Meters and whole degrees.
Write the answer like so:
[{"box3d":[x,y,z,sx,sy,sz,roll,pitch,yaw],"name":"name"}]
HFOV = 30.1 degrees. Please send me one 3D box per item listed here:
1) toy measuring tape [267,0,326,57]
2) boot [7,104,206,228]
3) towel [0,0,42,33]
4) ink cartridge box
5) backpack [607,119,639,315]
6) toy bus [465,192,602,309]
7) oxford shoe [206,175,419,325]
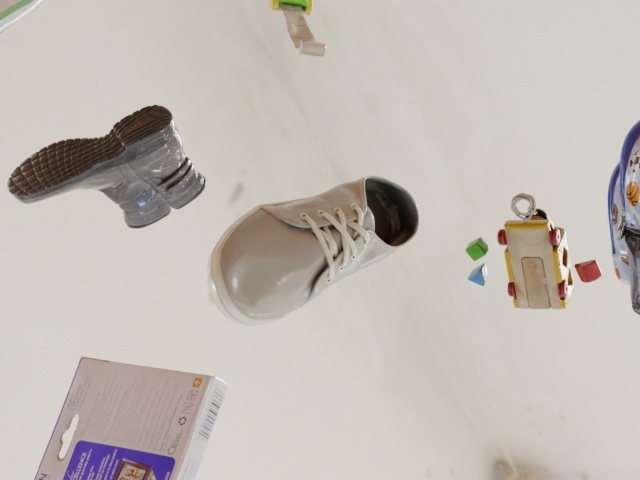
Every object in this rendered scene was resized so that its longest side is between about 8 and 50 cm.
[{"box3d":[-0.035,-0.398,1.795,0.121,0.121,0.330,-27,-142,6],"name":"toy measuring tape"},{"box3d":[-0.392,-0.096,2.232,0.338,0.222,0.118,-20,-133,-2],"name":"boot"},{"box3d":[-0.541,-0.408,1.612,0.038,0.325,0.248,-33,-164,31],"name":"towel"},{"box3d":[-0.228,0.244,1.381,0.208,0.045,0.206,4,-115,33],"name":"ink cartridge box"},{"box3d":[0.476,-0.044,1.433,0.276,0.263,0.213,-15,-159,-25],"name":"backpack"},{"box3d":[0.360,0.016,1.970,0.202,0.191,0.104,-52,180,38],"name":"toy bus"},{"box3d":[0.000,0.000,1.805,0.130,0.169,0.449,-19,-177,42],"name":"oxford shoe"}]
